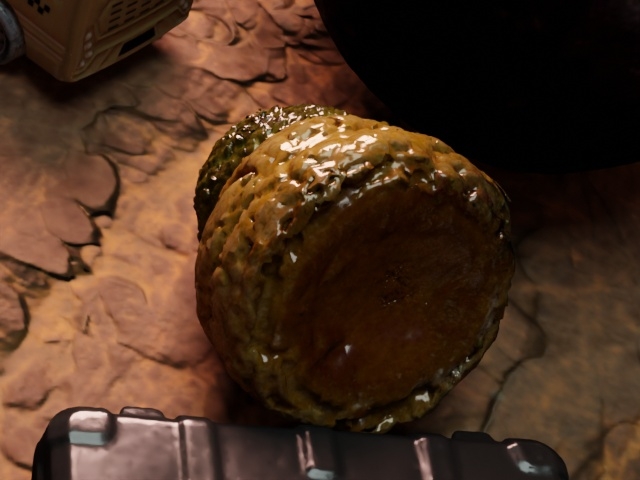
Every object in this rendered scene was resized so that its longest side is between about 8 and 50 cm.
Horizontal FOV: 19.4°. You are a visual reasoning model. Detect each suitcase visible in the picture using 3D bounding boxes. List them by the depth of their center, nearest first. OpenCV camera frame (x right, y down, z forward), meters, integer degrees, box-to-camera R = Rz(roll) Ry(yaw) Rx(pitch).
[{"bbox_3d":[0.001,0.181,0.927,0.285,0.066,0.206,6,45,-15],"label":"suitcase"}]

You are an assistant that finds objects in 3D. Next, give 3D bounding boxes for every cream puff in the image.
[{"bbox_3d":[0.000,0.000,1.061,0.183,0.183,0.169,-7,27,-27],"label":"cream puff"}]

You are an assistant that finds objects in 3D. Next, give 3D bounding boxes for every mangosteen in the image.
[{"bbox_3d":[0.140,-0.247,1.199,0.382,0.382,0.435,-14,45,-32],"label":"mangosteen"}]

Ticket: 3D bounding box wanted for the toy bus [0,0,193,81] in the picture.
[{"bbox_3d":[-0.213,-0.240,1.195,0.289,0.157,0.139,39,46,17],"label":"toy bus"}]
